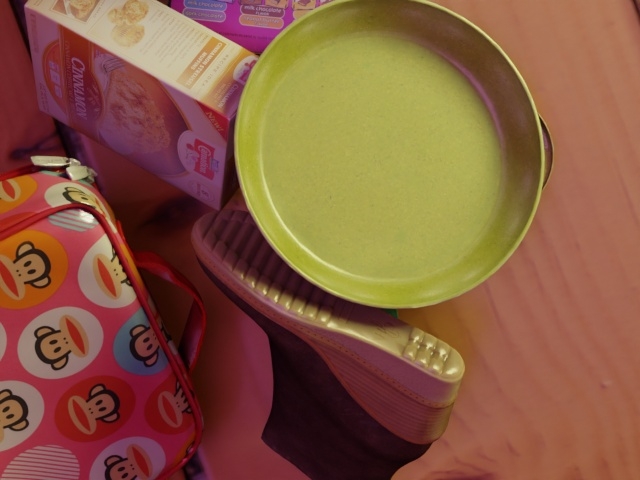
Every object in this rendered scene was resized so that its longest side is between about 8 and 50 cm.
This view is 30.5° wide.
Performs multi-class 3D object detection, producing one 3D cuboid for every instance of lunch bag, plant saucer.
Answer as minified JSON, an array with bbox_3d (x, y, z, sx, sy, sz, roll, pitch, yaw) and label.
[{"bbox_3d":[-0.216,0.089,0.928,0.258,0.120,0.293,-25,125,-12],"label":"lunch bag"},{"bbox_3d":[0.051,-0.066,0.891,0.241,0.037,0.241,2,81,-12],"label":"plant saucer"}]

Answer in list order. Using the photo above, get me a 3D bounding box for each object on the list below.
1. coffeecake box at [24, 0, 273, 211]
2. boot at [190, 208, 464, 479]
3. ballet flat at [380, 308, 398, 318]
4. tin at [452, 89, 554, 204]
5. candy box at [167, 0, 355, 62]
[{"bbox_3d":[-0.139,-0.123,0.950,0.185,0.142,0.068,29,61,8],"label":"coffeecake box"},{"bbox_3d":[-0.021,0.106,0.944,0.248,0.090,0.207,33,134,6],"label":"boot"},{"bbox_3d":[0.000,0.000,0.980,0.074,0.074,0.203,-22,97,13],"label":"ballet flat"},{"bbox_3d":[0.105,-0.035,0.942,0.106,0.040,0.190,43,86,9],"label":"tin"},{"bbox_3d":[-0.032,-0.267,0.952,0.159,0.071,0.233,9,98,12],"label":"candy box"}]
